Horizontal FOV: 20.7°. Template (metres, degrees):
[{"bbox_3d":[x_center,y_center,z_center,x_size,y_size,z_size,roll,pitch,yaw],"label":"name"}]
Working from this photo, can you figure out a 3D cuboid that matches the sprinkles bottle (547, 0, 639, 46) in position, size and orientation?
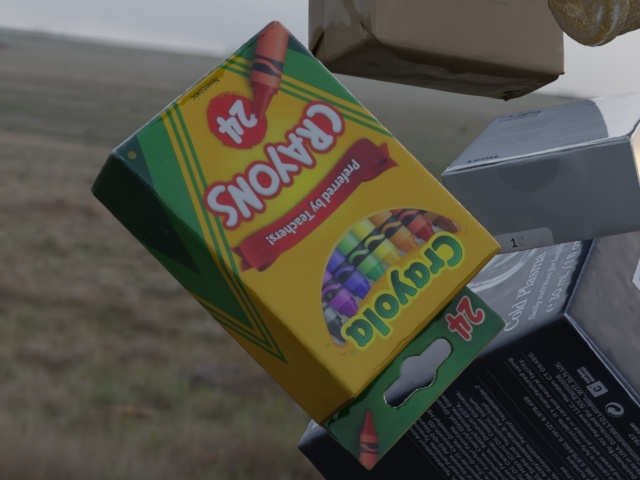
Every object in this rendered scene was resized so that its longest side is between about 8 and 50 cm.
[{"bbox_3d":[0.402,-0.301,1.808,0.355,0.121,0.121,-21,17,-26],"label":"sprinkles bottle"}]

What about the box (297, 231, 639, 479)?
[{"bbox_3d":[0.293,0.154,2.401,0.472,0.297,0.480,-32,17,36],"label":"box"}]

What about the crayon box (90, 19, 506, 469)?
[{"bbox_3d":[0.000,0.000,1.411,0.202,0.318,0.081,-44,-2,-32],"label":"crayon box"}]

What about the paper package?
[{"bbox_3d":[0.158,-0.367,2.377,0.325,0.309,0.168,5,-11,-30],"label":"paper package"}]

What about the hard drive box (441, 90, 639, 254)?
[{"bbox_3d":[0.236,-0.069,1.691,0.181,0.089,0.232,-10,13,22],"label":"hard drive box"}]
